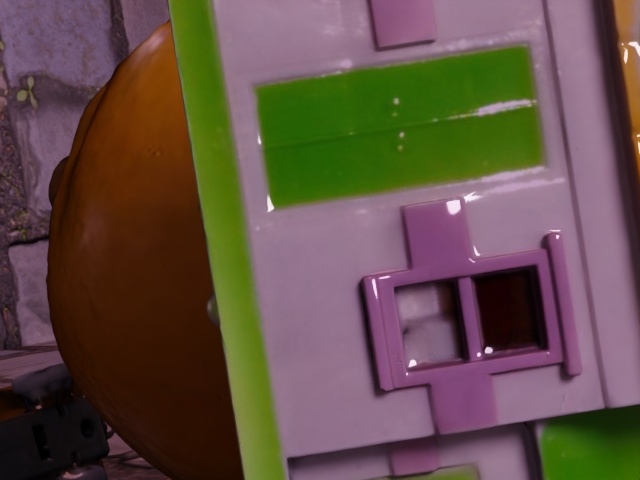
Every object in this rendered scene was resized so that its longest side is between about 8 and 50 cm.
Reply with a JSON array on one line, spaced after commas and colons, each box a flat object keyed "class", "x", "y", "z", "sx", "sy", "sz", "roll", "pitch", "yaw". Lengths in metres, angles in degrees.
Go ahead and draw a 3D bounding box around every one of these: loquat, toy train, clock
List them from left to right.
[{"class": "toy train", "x": -0.224, "y": 0.142, "z": 0.886, "sx": 0.127, "sy": 0.089, "sz": 0.219, "roll": -19, "pitch": -4, "yaw": 35}, {"class": "loquat", "x": 0.000, "y": 0.000, "z": 0.786, "sx": 0.328, "sy": 0.328, "sz": 0.328, "roll": -8, "pitch": 2, "yaw": 0}, {"class": "clock", "x": 0.117, "y": -0.039, "z": 0.407, "sx": 0.309, "sy": 0.235, "sz": 0.166, "roll": -9, "pitch": 2, "yaw": -1}]
